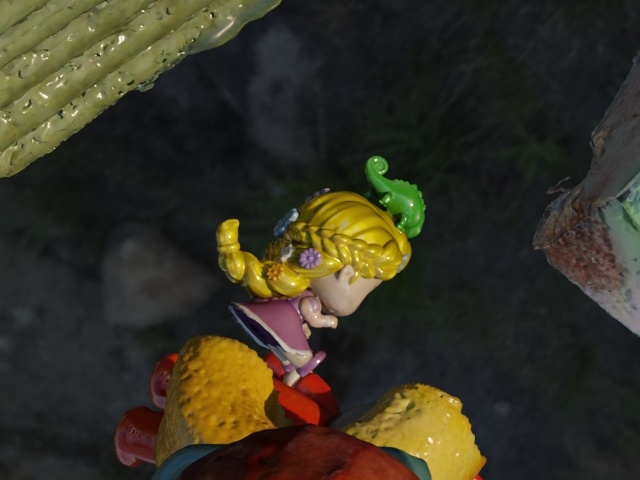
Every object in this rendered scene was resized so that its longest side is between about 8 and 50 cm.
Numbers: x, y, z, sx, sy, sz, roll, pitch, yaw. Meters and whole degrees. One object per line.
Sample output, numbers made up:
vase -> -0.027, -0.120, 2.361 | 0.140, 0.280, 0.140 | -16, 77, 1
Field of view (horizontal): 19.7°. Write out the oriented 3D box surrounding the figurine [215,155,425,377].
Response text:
figurine -> 0.000, 0.000, 1.252 | 0.115, 0.156, 0.095 | 52, 166, -21

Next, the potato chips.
potato chips -> -0.111, -0.163, 1.137 | 0.070, 0.429, 0.358 | 59, 174, 10

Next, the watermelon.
watermelon -> 0.303, -0.081, 1.507 | 0.180, 0.305, 0.224 | 15, 141, 24

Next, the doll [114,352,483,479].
doll -> 0.002, 0.182, 1.545 | 0.336, 0.200, 0.105 | 13, 127, 13

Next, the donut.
donut -> -0.018, 0.168, 1.363 | 0.259, 0.152, 0.101 | 12, 134, 14

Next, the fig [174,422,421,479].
fig -> -0.021, 0.139, 0.659 | 0.128, 0.150, 0.128 | 22, 132, 27

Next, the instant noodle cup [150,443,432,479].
instant noodle cup -> -0.019, 0.178, 0.864 | 0.179, 0.157, 0.070 | -5, 148, 42
